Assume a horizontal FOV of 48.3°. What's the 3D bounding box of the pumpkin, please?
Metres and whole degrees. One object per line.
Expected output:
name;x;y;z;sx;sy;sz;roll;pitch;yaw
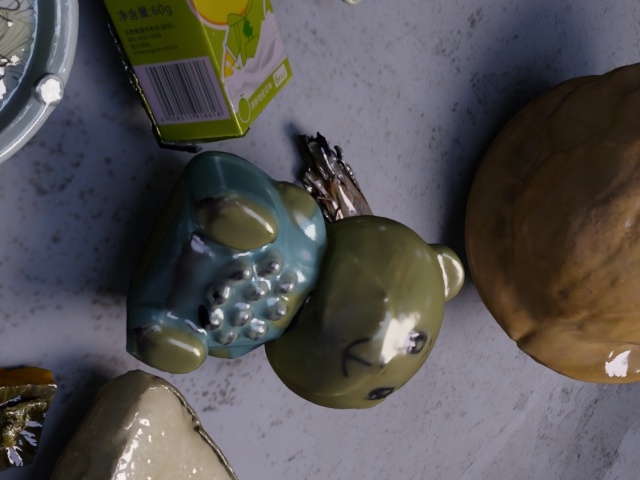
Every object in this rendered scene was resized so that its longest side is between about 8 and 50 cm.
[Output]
pumpkin;-0.243;0.135;0.529;0.083;0.054;0.074;7;103;-50

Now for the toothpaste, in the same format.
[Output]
toothpaste;-0.113;-0.229;0.490;0.110;0.077;0.327;-59;140;-47

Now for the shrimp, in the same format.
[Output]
shrimp;0.000;0.000;0.726;0.152;0.046;0.219;-44;130;-29

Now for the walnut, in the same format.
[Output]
walnut;0.373;-0.034;0.875;0.383;0.383;0.383;-16;114;-40

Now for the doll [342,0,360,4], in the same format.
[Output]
doll;-0.013;-0.316;0.554;0.141;0.117;0.296;-48;131;-18

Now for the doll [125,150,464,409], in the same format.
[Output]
doll;-0.016;0.044;0.598;0.261;0.161;0.177;23;105;-22

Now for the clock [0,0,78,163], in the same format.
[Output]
clock;-0.260;-0.141;0.416;0.236;0.053;0.236;-20;118;-42

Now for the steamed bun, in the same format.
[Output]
steamed bun;-0.172;0.240;0.592;0.212;0.110;0.231;-52;132;-42
